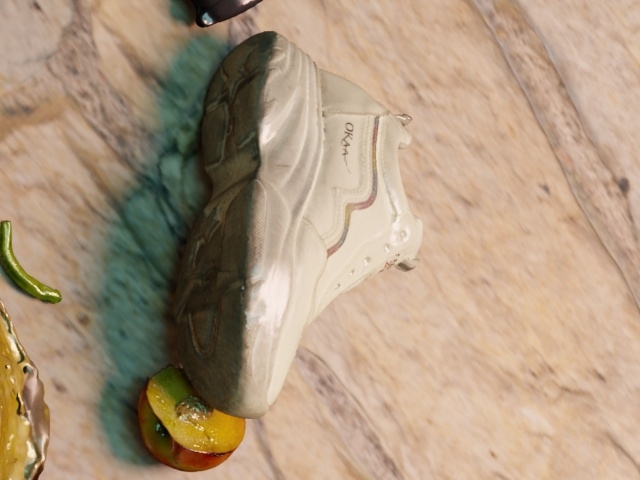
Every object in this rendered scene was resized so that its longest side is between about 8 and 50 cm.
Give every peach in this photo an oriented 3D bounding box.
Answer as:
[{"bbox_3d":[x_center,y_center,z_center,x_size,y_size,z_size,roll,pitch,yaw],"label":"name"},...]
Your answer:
[{"bbox_3d":[-0.113,0.153,1.530,0.098,0.061,0.098,25,38,-22],"label":"peach"}]

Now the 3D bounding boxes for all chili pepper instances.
[{"bbox_3d":[-0.242,0.022,1.501,0.083,0.017,0.030,51,60,-17],"label":"chili pepper"}]

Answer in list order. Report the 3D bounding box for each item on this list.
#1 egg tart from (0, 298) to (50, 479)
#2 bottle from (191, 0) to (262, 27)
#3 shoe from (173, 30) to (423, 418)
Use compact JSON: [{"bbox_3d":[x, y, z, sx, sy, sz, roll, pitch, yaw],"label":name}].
[{"bbox_3d":[-0.343,0.129,1.353,0.341,0.132,0.341,3,84,-33],"label":"egg tart"},{"bbox_3d":[-0.134,-0.299,1.585,0.082,0.072,0.244,-36,101,-11],"label":"bottle"},{"bbox_3d":[0.000,0.000,1.570,0.211,0.132,0.342,20,62,-27],"label":"shoe"}]
